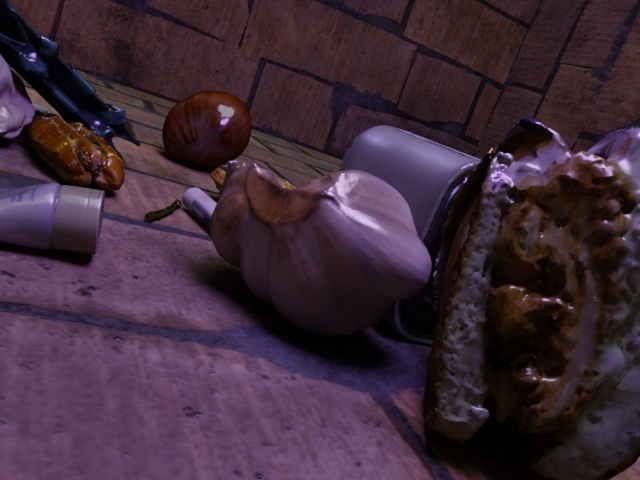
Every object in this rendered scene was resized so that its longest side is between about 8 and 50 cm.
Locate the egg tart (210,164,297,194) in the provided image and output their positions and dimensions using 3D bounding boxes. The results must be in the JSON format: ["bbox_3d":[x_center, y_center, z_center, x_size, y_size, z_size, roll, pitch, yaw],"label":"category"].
[{"bbox_3d":[-0.124,-0.085,1.154,0.191,0.074,0.191,20,13,-5],"label":"egg tart"}]

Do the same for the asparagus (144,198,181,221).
[{"bbox_3d":[-0.236,-0.048,0.945,0.016,0.016,0.163,3,13,4],"label":"asparagus"}]

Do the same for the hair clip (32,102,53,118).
[{"bbox_3d":[-0.608,-0.276,1.241,0.172,0.049,0.116,25,17,8],"label":"hair clip"}]

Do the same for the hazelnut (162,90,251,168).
[{"bbox_3d":[-0.260,-0.247,1.435,0.210,0.210,0.186,26,-10,20],"label":"hazelnut"}]

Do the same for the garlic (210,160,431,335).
[{"bbox_3d":[0.001,0.016,0.717,0.281,0.185,0.203,4,-10,38],"label":"garlic"}]

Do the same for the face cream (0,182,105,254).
[{"bbox_3d":[-0.340,-0.033,0.621,0.224,0.070,0.114,8,15,-16],"label":"face cream"}]

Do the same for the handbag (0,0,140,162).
[{"bbox_3d":[-0.475,-0.295,1.095,0.238,0.089,0.326,36,-13,40],"label":"handbag"}]

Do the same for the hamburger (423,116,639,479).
[{"bbox_3d":[0.212,0.045,0.605,0.195,0.318,0.277,14,5,8],"label":"hamburger"}]

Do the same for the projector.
[{"bbox_3d":[0.168,-0.009,0.898,0.248,0.248,0.249,14,14,-31],"label":"projector"}]

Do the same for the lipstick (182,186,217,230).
[{"bbox_3d":[-0.175,-0.043,0.969,0.040,0.040,0.141,11,16,-38],"label":"lipstick"}]

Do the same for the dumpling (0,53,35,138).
[{"bbox_3d":[-0.539,-0.237,0.947,0.193,0.147,0.258,25,33,-30],"label":"dumpling"}]

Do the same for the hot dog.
[{"bbox_3d":[-0.398,-0.146,0.976,0.115,0.072,0.269,-2,24,-43],"label":"hot dog"}]
